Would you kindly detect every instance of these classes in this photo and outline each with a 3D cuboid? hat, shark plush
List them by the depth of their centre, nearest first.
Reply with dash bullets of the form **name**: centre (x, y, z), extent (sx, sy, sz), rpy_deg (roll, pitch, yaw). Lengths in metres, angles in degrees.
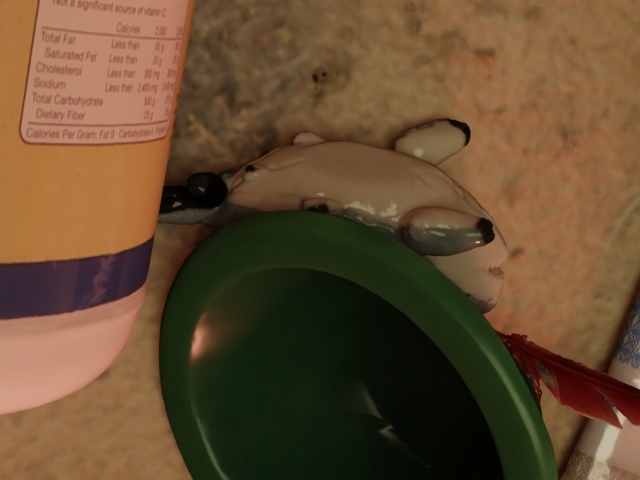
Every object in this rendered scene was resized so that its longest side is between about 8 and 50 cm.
- **shark plush**: centre (0.000, 0.000, 0.620), extent (0.161, 0.073, 0.067), rpy_deg (-2, 132, -20)
- **hat**: centre (0.064, 0.053, 0.655), extent (0.183, 0.173, 0.208), rpy_deg (-33, 91, -48)

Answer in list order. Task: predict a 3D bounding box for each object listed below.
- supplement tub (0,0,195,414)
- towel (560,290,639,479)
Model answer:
- **supplement tub**: centre (-0.142, -0.127, 0.459), extent (0.228, 0.228, 0.316), rpy_deg (8, 99, -17)
- **towel**: centre (0.217, 0.094, 0.709), extent (0.209, 0.034, 0.285), rpy_deg (21, 96, -18)
